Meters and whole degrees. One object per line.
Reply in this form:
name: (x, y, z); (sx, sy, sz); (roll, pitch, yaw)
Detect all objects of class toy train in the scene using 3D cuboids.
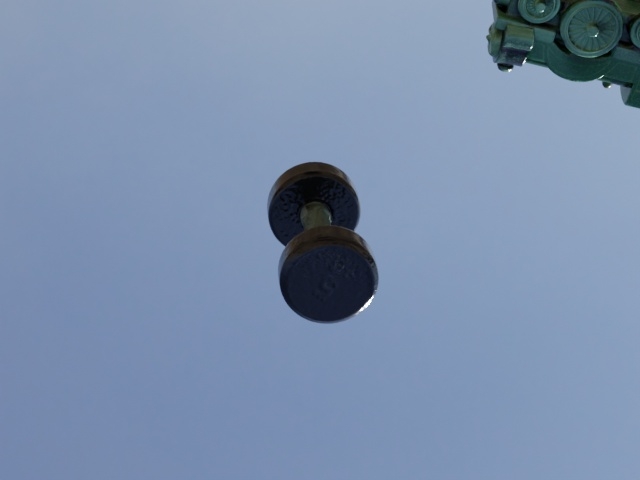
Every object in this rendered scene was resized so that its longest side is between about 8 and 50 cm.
toy train: (0.233, -0.186, 1.561); (0.178, 0.104, 0.071); (12, -145, -7)

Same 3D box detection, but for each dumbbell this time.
dumbbell: (0.000, 0.000, 1.778); (0.100, 0.100, 0.191); (8, -156, -10)
